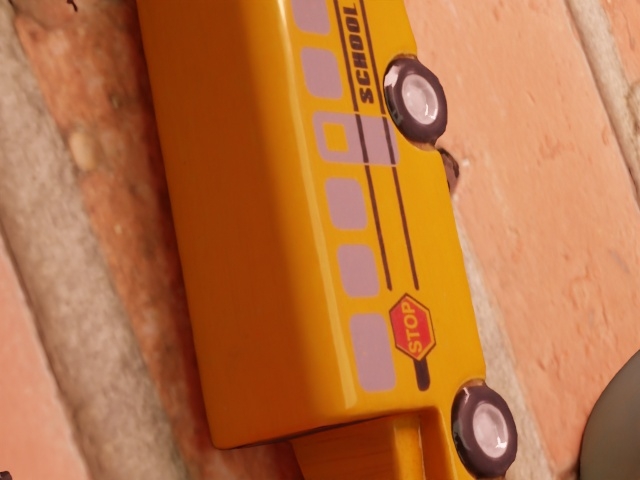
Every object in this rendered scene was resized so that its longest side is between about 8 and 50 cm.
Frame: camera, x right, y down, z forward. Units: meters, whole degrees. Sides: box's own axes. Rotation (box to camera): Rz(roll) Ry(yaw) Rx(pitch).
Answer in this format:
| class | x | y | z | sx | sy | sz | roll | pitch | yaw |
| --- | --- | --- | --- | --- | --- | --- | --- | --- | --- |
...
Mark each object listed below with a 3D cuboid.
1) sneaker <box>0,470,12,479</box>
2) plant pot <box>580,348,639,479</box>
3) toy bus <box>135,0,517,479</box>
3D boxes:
| class | x | y | z | sx | sy | sz | roll | pitch | yaw |
| --- | --- | --- | --- | --- | --- | --- | --- | --- | --- |
| sneaker | -0.182 | 0.078 | 0.527 | 0.152 | 0.058 | 0.084 | 50 | 51 | -27 |
| plant pot | 0.317 | 0.158 | 0.895 | 0.293 | 0.235 | 0.293 | 18 | 63 | -41 |
| toy bus | 0.000 | 0.000 | 0.713 | 0.130 | 0.108 | 0.332 | 0 | 76 | -46 |
